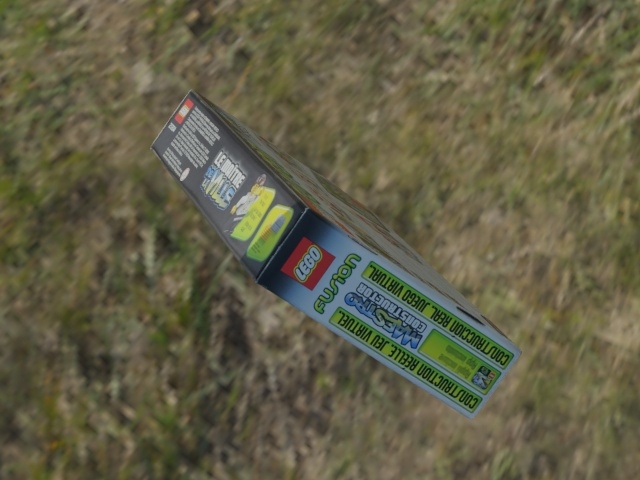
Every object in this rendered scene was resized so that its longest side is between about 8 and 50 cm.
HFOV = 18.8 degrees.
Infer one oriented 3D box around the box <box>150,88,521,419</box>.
[{"bbox_3d":[0.000,0.000,0.838,0.114,0.207,0.036,33,95,-22],"label":"box"}]
